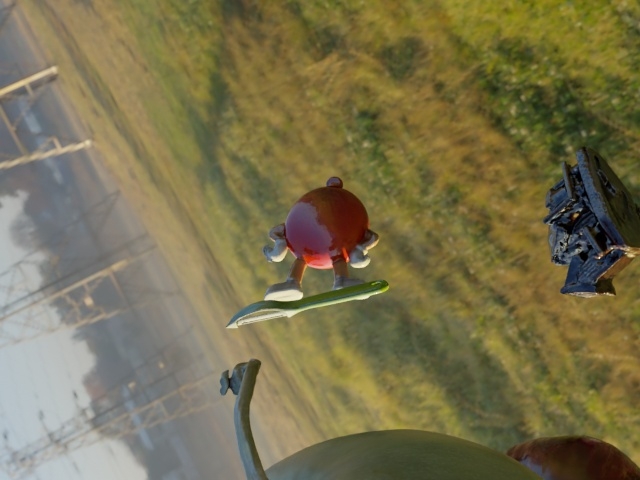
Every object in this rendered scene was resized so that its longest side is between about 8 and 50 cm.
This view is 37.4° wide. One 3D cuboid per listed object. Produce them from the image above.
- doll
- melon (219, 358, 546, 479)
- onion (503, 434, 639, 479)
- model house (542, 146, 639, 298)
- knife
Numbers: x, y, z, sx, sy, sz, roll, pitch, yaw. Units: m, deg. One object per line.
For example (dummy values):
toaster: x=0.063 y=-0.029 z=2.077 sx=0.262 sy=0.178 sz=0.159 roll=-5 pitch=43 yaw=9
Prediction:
doll: x=0.000 y=0.000 z=1.436 sx=0.085 sy=0.183 sz=0.217 roll=71 pitch=-162 yaw=-53
melon: x=0.057 y=0.240 z=0.508 sx=0.308 sy=0.271 sz=0.272 roll=33 pitch=-178 yaw=-26
onion: x=0.310 y=0.368 z=1.182 sx=0.246 sy=0.190 sz=0.246 roll=13 pitch=112 yaw=34
model house: x=0.391 y=-0.009 z=1.410 sx=0.141 sy=0.164 sz=0.203 roll=33 pitch=-143 yaw=-22
knife: x=-0.016 y=0.067 z=1.023 sx=0.022 sy=0.184 sz=0.026 roll=-95 pitch=-9 yaw=-61
